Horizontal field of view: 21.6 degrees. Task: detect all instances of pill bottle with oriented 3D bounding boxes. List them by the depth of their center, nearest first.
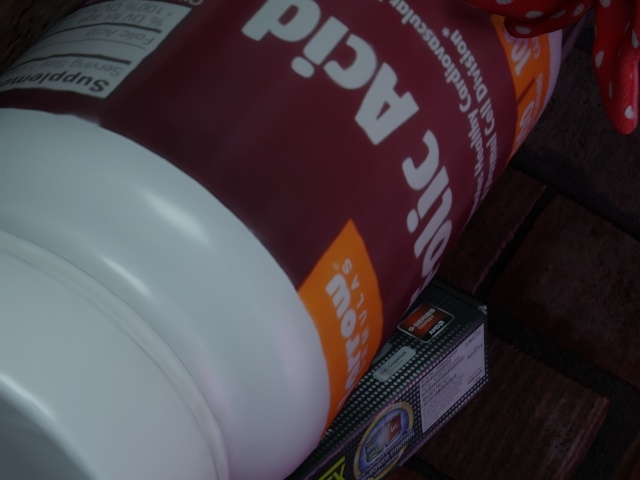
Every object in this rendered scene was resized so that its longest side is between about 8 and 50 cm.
[{"bbox_3d":[-0.056,-0.017,0.806,0.392,0.224,0.224,-53,169,-39],"label":"pill bottle"}]

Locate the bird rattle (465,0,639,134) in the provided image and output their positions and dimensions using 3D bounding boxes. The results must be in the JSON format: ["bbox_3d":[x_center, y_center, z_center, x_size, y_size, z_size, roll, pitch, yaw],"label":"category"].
[{"bbox_3d":[0.181,-0.179,0.802,0.253,0.143,0.207,-15,139,-48],"label":"bird rattle"}]

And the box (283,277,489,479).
[{"bbox_3d":[-0.073,0.086,0.907,0.270,0.216,0.060,-38,141,-31],"label":"box"}]
